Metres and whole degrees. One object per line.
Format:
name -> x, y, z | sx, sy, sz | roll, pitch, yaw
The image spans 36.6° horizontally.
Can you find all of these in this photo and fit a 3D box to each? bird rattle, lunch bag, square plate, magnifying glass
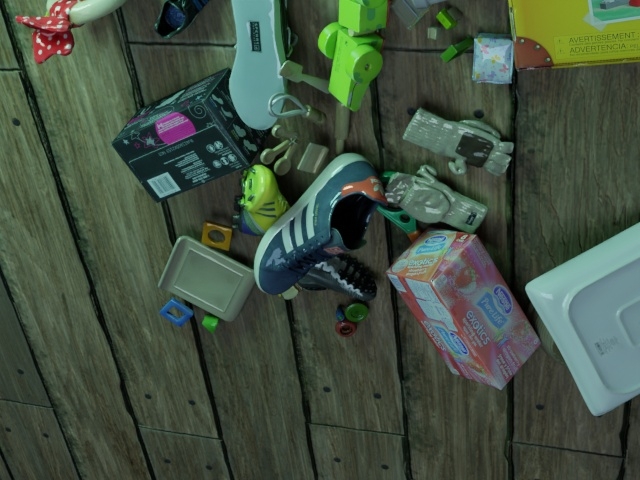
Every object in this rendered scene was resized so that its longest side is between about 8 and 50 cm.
bird rattle -> -0.436, -0.435, 1.734 | 0.207, 0.253, 0.143 | -21, 120, 5
lunch bag -> 0.299, -0.313, 1.671 | 0.071, 0.053, 0.083 | 5, 118, 14
square plate -> 0.607, 0.140, 1.815 | 0.344, 0.049, 0.347 | -30, 113, 6
magnifying glass -> 0.175, -0.040, 1.945 | 0.092, 0.026, 0.231 | -17, 117, 29

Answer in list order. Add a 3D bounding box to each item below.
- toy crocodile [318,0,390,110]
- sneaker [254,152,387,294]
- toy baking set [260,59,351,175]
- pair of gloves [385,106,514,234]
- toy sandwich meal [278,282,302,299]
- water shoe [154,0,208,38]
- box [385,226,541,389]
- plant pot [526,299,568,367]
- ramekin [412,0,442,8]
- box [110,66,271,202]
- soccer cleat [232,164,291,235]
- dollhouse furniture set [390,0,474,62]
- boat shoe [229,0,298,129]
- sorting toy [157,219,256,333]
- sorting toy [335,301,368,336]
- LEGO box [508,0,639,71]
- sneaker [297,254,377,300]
toy crocodile -> 0.073, -0.383, 1.662 | 0.115, 0.105, 0.340 | 44, 138, 41
sneaker -> 0.000, 0.000, 1.886 | 0.131, 0.148, 0.350 | 14, 122, -42
toy baking set -> -0.020, -0.220, 1.787 | 0.030, 0.197, 0.256 | 40, 136, 37
pair of gloves -> 0.240, -0.132, 1.827 | 0.204, 0.042, 0.240 | 16, 128, -2
toy sandwich meal -> -0.082, 0.093, 2.135 | 0.086, 0.029, 0.085 | 10, 129, 13
water shoe -> -0.233, -0.443, 1.745 | 0.073, 0.080, 0.203 | 32, 130, -6
box -> 0.285, 0.133, 1.916 | 0.154, 0.142, 0.300 | 12, 142, 58
plant pot -> 0.527, 0.183, 1.931 | 0.237, 0.109, 0.237 | 9, 129, 12
ramekin -> 0.187, -0.471, 1.497 | 0.109, 0.207, 0.207 | -7, 124, 13
box -> -0.250, -0.203, 1.897 | 0.247, 0.142, 0.163 | -18, 119, 32
soccer cleat -> -0.105, -0.079, 1.916 | 0.121, 0.093, 0.289 | 6, 164, -9
dollhouse furniture set -> 0.196, -0.383, 1.673 | 0.151, 0.058, 0.076 | 51, 136, 4
boat shoe -> -0.103, -0.355, 1.752 | 0.113, 0.105, 0.306 | 6, 121, 20
sorting toy -> -0.249, 0.079, 2.177 | 0.196, 0.047, 0.347 | 25, 131, -5
sorting toy -> 0.063, 0.165, 2.137 | 0.061, 0.042, 0.102 | 22, 120, -17
LEGO box -> 0.513, -0.466, 1.381 | 0.500, 0.193, 0.372 | -1, 126, 21
sneaker -> 0.009, 0.071, 2.058 | 0.234, 0.078, 0.106 | 30, 133, 1
